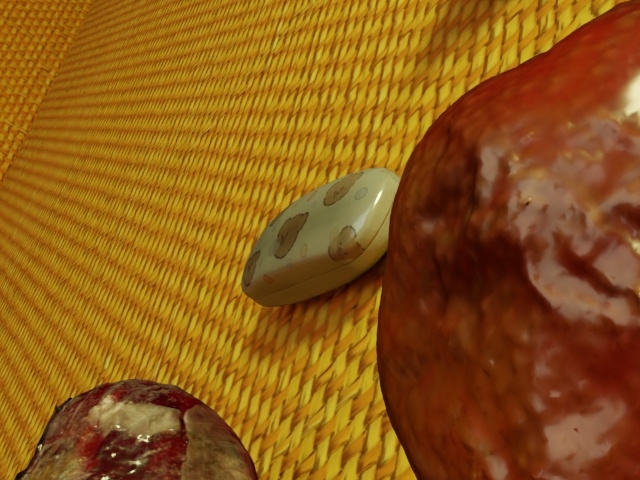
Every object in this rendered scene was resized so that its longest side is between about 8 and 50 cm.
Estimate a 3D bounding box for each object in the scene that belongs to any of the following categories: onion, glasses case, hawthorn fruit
[{"bbox_3d":[-0.074,0.156,0.694,0.098,0.151,0.206,-14,46,15],"label":"onion"},{"bbox_3d":[0.000,0.000,0.849,0.164,0.041,0.063,-24,37,61],"label":"glasses case"},{"bbox_3d":[0.092,0.025,0.370,0.173,0.173,0.179,-38,24,46],"label":"hawthorn fruit"}]
